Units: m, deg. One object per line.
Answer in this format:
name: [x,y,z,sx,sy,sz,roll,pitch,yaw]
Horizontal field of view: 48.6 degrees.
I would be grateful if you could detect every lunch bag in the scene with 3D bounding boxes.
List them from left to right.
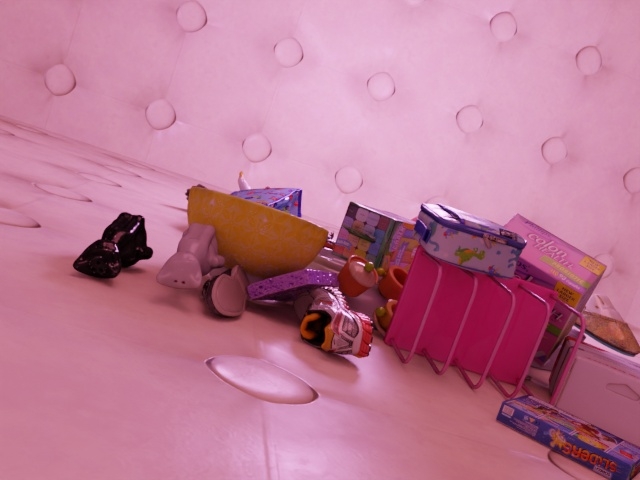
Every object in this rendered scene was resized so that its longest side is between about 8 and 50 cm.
lunch bag: [-0.205,-0.076,1.971,0.221,0.138,0.293,-1,4,22]
lunch bag: [0.264,-0.004,1.307,0.176,0.090,0.219,16,10,-5]

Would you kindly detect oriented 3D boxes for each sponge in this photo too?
sponge: [-0.046,0.086,1.335,0.117,0.031,0.210,-17,-9,15]

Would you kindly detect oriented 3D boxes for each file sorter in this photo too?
file sorter: [0.297,0.161,1.297,0.291,0.202,0.182,18,7,-7]

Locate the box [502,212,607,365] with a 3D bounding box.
box: [0.446,0.107,1.511,0.214,0.243,0.117,36,50,24]

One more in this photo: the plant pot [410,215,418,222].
plant pot: [0.369,0.082,2.053,0.275,0.274,0.243,15,16,-34]

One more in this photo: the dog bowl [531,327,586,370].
dog bowl: [0.477,0.221,1.785,0.349,0.102,0.349,19,5,-2]

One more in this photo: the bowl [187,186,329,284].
bowl: [-0.140,0.013,1.400,0.290,0.156,0.289,17,-4,1]

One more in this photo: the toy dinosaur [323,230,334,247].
toy dinosaur: [0.000,0.000,1.645,0.090,0.047,0.082,35,32,31]

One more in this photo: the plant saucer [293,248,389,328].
plant saucer: [0.038,0.088,1.627,0.401,0.100,0.400,18,6,-2]

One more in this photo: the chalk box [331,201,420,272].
chalk box: [0.124,-0.002,1.615,0.132,0.132,0.213,25,9,34]

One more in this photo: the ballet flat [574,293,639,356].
ballet flat: [0.644,0.169,1.741,0.123,0.123,0.348,16,7,-29]

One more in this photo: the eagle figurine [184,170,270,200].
eagle figurine: [-0.260,-0.110,2.293,0.298,0.225,0.226,-20,-17,-31]

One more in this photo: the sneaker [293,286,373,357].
sneaker: [0.002,0.130,1.204,0.093,0.088,0.225,7,7,-26]

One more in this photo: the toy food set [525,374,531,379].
toy food set: [0.368,0.226,1.543,0.128,0.071,0.218,15,7,-33]

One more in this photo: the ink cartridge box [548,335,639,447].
ink cartridge box: [0.557,0.288,1.369,0.197,0.114,0.273,22,6,15]

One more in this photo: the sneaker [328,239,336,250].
sneaker: [-0.027,0.027,1.934,0.290,0.105,0.123,18,8,3]

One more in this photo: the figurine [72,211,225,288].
figurine: [-0.279,0.029,1.190,0.215,0.092,0.209,8,14,1]

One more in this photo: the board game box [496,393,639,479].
board game box: [0.390,0.302,1.099,0.201,0.035,0.136,23,8,34]

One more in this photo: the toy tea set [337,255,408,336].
toy tea set: [0.195,0.110,1.467,0.336,0.124,0.200,12,42,-39]

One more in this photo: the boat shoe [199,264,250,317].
boat shoe: [-0.170,0.095,1.217,0.065,0.075,0.206,-23,8,8]
